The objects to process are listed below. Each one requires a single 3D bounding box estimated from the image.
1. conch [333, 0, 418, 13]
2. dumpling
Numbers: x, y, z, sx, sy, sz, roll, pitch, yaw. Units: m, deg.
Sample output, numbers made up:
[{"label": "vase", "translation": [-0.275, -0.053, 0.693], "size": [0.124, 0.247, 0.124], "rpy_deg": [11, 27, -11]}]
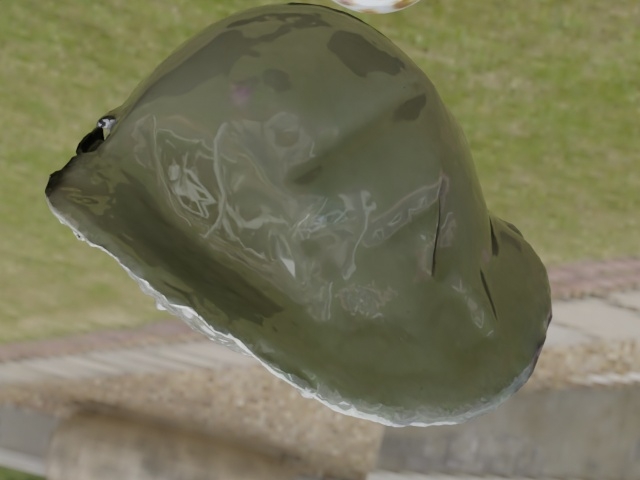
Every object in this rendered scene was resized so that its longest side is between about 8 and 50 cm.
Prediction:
[{"label": "conch", "translation": [0.039, -0.294, 1.415], "size": [0.183, 0.148, 0.275], "rpy_deg": [52, 168, 27]}, {"label": "dumpling", "translation": [-0.002, 0.003, 0.747], "size": [0.227, 0.243, 0.175], "rpy_deg": [41, 147, 9]}]
